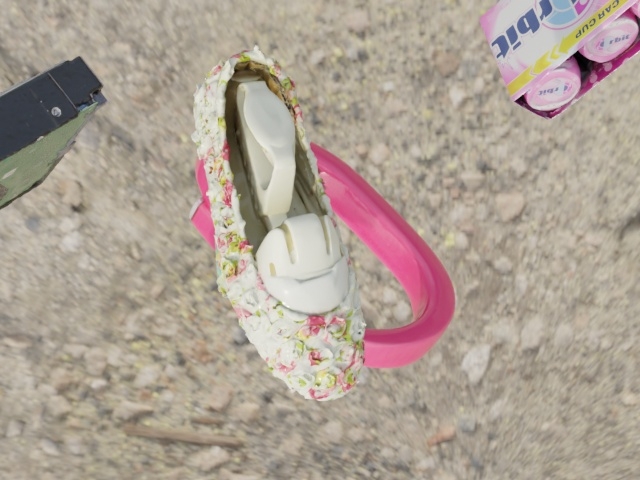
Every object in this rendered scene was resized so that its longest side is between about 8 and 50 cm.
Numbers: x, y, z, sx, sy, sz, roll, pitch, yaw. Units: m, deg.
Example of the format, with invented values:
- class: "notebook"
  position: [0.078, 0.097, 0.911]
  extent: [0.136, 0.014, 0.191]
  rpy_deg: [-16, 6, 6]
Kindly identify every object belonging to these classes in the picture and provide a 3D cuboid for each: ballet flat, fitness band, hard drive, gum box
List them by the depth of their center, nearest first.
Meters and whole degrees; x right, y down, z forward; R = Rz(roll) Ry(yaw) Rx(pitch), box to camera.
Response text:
- class: "ballet flat"
  position: [-0.028, -0.018, 0.753]
  extent: [0.091, 0.077, 0.241]
  rpy_deg: [-13, 69, -22]
- class: "gum box"
  position: [0.246, -0.212, 1.082]
  extent: [0.188, 0.062, 0.107]
  rpy_deg: [-39, 50, 33]
- class: "fitness band"
  position: [0.000, 0.000, 1.111]
  extent: [0.291, 0.209, 0.054]
  rpy_deg: [48, 123, 23]
- class: "hard drive"
  position: [-0.383, -0.043, 1.165]
  extent: [0.339, 0.237, 0.064]
  rpy_deg: [-38, 92, -36]
